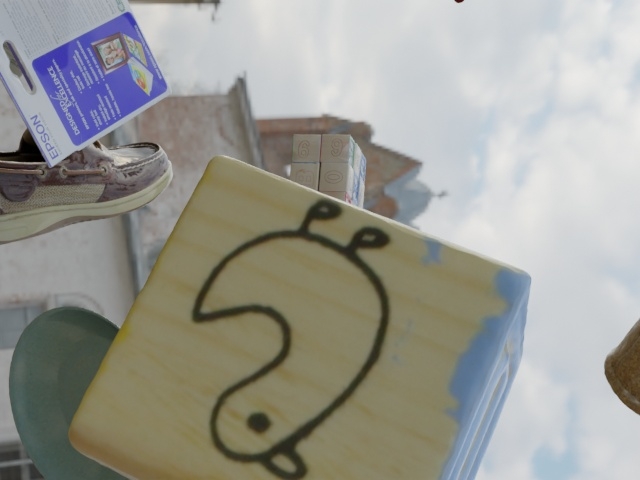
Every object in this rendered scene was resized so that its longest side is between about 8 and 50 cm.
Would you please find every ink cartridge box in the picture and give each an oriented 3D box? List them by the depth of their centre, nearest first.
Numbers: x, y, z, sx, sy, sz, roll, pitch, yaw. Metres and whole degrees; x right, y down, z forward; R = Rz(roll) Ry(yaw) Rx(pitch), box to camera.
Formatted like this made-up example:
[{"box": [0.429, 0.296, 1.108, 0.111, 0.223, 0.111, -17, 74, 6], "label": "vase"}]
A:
[{"box": [-0.272, -0.204, 1.116, 0.045, 0.208, 0.206, -11, -69, 38], "label": "ink cartridge box"}]

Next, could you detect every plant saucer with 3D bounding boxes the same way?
[{"box": [-0.209, 0.152, 0.997, 0.195, 0.037, 0.195, 6, -77, 30], "label": "plant saucer"}]

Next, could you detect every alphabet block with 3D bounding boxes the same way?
[{"box": [0.000, 0.093, 0.647, 0.193, 0.197, 0.192, 73, 40, -66], "label": "alphabet block"}]

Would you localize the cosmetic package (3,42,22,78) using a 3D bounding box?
[{"box": [-0.426, -0.294, 1.535, 0.115, 0.060, 0.041, -52, -158, 5], "label": "cosmetic package"}]

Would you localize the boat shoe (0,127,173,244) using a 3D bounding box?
[{"box": [-0.304, -0.091, 1.271, 0.123, 0.342, 0.123, 13, -69, 34], "label": "boat shoe"}]

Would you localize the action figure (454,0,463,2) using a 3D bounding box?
[{"box": [0.291, -0.476, 1.820, 0.091, 0.280, 0.139, 57, -29, -1], "label": "action figure"}]

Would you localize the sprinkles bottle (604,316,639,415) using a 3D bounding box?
[{"box": [0.444, 0.048, 1.157, 0.355, 0.121, 0.121, -64, -148, 37], "label": "sprinkles bottle"}]

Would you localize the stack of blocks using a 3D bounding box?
[{"box": [0.000, 0.000, 1.551, 0.171, 0.087, 0.297, 46, 48, -73], "label": "stack of blocks"}]
